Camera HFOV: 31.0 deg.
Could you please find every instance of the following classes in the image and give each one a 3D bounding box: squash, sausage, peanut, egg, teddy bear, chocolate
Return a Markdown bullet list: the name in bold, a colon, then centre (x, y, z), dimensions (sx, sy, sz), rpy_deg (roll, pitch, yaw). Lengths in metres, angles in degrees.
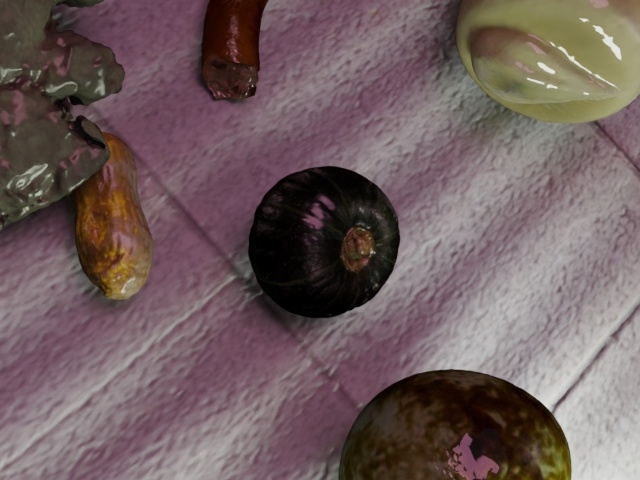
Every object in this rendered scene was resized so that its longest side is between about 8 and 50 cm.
- **squash**: centre (0.004, 0.000, 1.374), dimensions (0.193, 0.156, 0.193), rpy_deg (-7, 111, -19)
- **sausage**: centre (-0.094, -0.321, 1.536), dimensions (0.103, 0.076, 0.302), rpy_deg (30, 57, -22)
- **peanut**: centre (-0.240, -0.030, 1.312), dimensions (0.087, 0.087, 0.207), rpy_deg (-2, 66, -28)
- **egg**: centre (0.158, 0.260, 1.281), dimensions (0.289, 0.238, 0.238), rpy_deg (-5, 69, -33)
- **teddy bear**: centre (-0.384, -0.185, 1.262), dimensions (0.357, 0.224, 0.368), rpy_deg (-1, 93, -14)
- **chocolate**: centre (0.358, -0.314, 1.619), dimensions (0.314, 0.326, 0.297), rpy_deg (49, 43, -40)
